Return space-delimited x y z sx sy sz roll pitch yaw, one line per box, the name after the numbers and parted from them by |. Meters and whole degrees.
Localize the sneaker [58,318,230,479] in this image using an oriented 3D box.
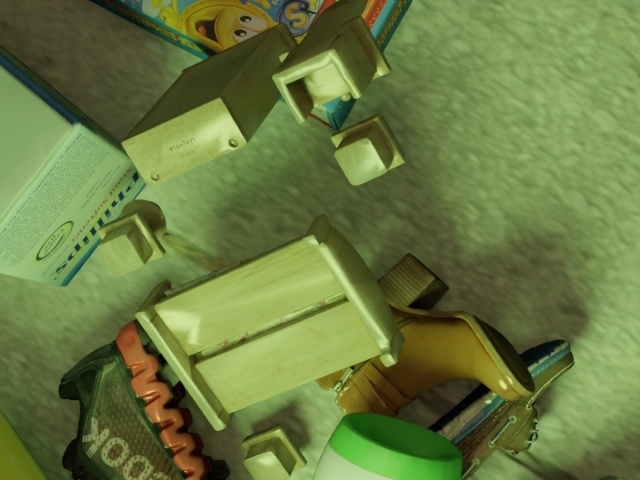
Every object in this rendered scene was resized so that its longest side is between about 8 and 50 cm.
-0.157 0.216 1.398 0.135 0.097 0.276 -24 80 1 | sneaker

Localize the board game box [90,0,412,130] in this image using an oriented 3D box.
-0.043 -0.311 1.457 0.302 0.086 0.308 28 86 8 | board game box

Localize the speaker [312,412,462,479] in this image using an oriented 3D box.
0.029 0.306 1.331 0.131 0.131 0.296 17 99 7 | speaker

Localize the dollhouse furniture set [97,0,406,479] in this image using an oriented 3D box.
0.000 0.000 1.361 0.303 0.174 0.355 -22 110 27 | dollhouse furniture set

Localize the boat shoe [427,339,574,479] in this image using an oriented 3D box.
0.164 0.163 1.399 0.183 0.066 0.066 -38 94 2 | boat shoe

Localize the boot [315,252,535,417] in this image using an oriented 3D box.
0.089 0.122 1.381 0.152 0.073 0.197 -50 48 5 | boot

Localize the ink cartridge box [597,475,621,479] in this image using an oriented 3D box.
0.214 0.278 1.363 0.143 0.090 0.092 -22 82 1 | ink cartridge box

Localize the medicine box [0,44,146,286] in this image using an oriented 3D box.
-0.315 -0.102 1.352 0.263 0.289 0.149 39 90 8 | medicine box

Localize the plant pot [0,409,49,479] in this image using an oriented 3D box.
-0.330 0.264 1.345 0.254 0.254 0.239 -29 66 1 | plant pot
